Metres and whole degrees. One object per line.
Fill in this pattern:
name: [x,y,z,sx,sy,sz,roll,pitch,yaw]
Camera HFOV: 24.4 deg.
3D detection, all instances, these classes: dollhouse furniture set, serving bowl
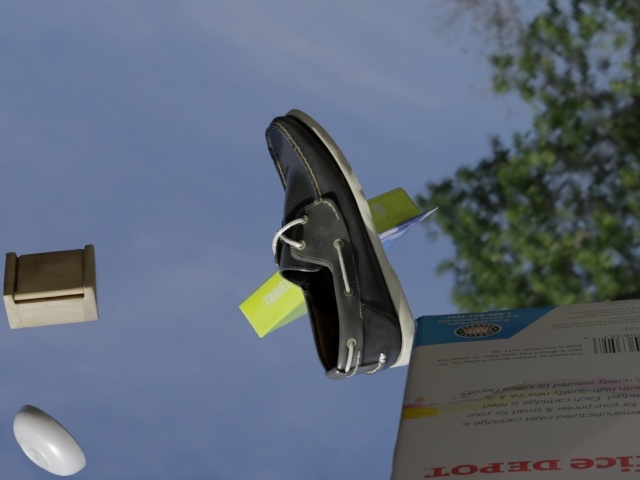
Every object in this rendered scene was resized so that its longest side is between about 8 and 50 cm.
dollhouse furniture set: [-0.239,-0.030,0.939,0.182,0.101,0.161,-6,-138,-4]
serving bowl: [-0.263,0.196,1.407,0.083,0.083,0.027,40,-119,4]

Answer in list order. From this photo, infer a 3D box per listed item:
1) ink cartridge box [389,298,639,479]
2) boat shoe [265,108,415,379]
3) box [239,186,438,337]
ink cartridge box: [0.134,0.152,0.787,0.171,0.168,0.232,-4,-162,10]
boat shoe: [0.000,0.000,1.191,0.079,0.084,0.233,-15,-107,-22]
box: [0.015,0.015,1.349,0.042,0.178,0.109,54,-142,8]
